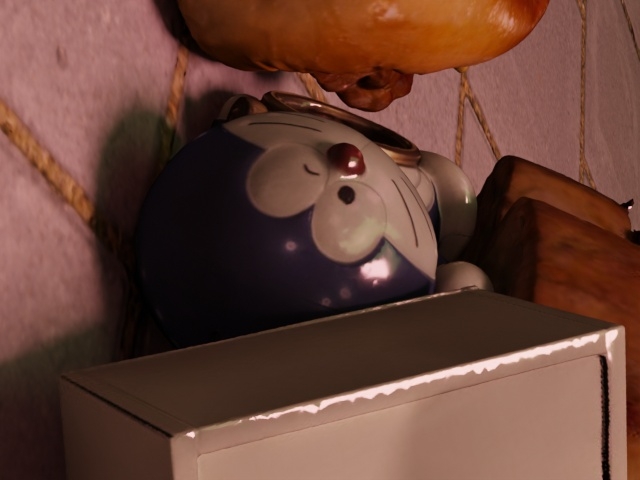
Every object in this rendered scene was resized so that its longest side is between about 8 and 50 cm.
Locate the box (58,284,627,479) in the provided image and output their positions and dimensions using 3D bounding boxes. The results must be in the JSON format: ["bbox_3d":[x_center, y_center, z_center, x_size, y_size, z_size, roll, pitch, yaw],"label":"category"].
[{"bbox_3d":[0.015,0.153,0.658,0.225,0.117,0.225,-10,103,-31],"label":"box"}]

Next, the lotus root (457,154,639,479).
[{"bbox_3d":[0.110,0.135,0.947,0.390,0.111,0.375,-127,-128,-84],"label":"lotus root"}]

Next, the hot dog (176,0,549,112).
[{"bbox_3d":[0.042,-0.243,0.949,0.223,0.185,0.405,54,36,-49],"label":"hot dog"}]

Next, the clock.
[{"bbox_3d":[0.000,0.000,0.813,0.146,0.200,0.243,-64,169,16],"label":"clock"}]

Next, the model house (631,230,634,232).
[{"bbox_3d":[0.218,0.150,1.356,0.226,0.241,0.261,39,-41,54],"label":"model house"}]
